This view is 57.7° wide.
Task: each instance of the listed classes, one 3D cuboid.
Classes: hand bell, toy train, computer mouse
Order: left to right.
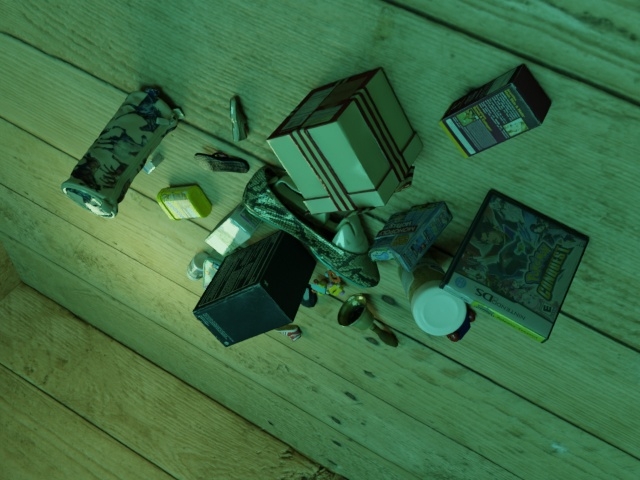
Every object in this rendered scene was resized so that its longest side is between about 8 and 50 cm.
[{"bbox_3d":[-0.069,0.157,2.042,0.071,0.041,0.242,10,137,33],"label":"computer mouse"},{"bbox_3d":[0.023,0.128,1.931,0.166,0.046,0.125,-9,124,42],"label":"toy train"},{"bbox_3d":[0.182,0.298,1.963,0.242,0.126,0.126,41,146,-27],"label":"hand bell"},{"bbox_3d":[0.347,0.168,1.668,0.143,0.105,0.248,21,145,42],"label":"toy train"}]

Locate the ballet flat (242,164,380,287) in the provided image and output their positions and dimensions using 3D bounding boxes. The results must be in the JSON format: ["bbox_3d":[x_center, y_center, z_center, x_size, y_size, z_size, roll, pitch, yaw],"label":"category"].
[{"bbox_3d":[-0.003,-0.052,1.664,0.482,0.164,0.182,35,125,4],"label":"ballet flat"}]

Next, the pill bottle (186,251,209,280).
[{"bbox_3d":[-0.482,0.106,2.295,0.078,0.078,0.137,39,145,-5],"label":"pill bottle"}]

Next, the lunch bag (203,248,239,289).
[{"bbox_3d":[-0.329,0.148,2.189,0.224,0.108,0.279,31,145,8],"label":"lunch bag"}]

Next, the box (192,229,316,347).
[{"bbox_3d":[-0.203,0.151,1.860,0.294,0.296,0.183,-25,116,32],"label":"box"}]

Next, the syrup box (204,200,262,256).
[{"bbox_3d":[-0.291,-0.037,1.951,0.093,0.096,0.237,42,144,-12],"label":"syrup box"}]

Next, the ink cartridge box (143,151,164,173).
[{"bbox_3d":[-0.560,-0.261,1.956,0.028,0.048,0.083,47,144,-15],"label":"ink cartridge box"}]

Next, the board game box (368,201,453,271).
[{"bbox_3d":[0.212,-0.005,1.483,0.194,0.194,0.060,-7,127,44],"label":"board game box"}]

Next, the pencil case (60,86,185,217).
[{"bbox_3d":[-0.563,-0.249,1.661,0.183,0.410,0.160,4,145,32],"label":"pencil case"}]

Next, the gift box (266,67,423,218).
[{"bbox_3d":[0.050,-0.195,1.337,0.255,0.276,0.258,0,133,47],"label":"gift box"}]

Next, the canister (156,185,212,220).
[{"bbox_3d":[-0.472,-0.131,2.016,0.169,0.073,0.126,-1,132,39],"label":"canister"}]

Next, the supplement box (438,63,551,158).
[{"bbox_3d":[0.349,-0.257,1.172,0.104,0.081,0.188,47,144,-16],"label":"supplement box"}]

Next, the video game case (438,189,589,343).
[{"bbox_3d":[0.434,0.050,1.291,0.248,0.275,0.035,28,158,10],"label":"video game case"}]

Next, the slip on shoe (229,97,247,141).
[{"bbox_3d":[-0.226,-0.334,1.602,0.041,0.051,0.135,-7,131,-9],"label":"slip on shoe"}]

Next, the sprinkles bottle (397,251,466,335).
[{"bbox_3d":[0.271,0.120,1.462,0.121,0.355,0.121,0,103,1],"label":"sprinkles bottle"}]

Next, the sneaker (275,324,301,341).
[{"bbox_3d":[-0.130,0.374,2.345,0.118,0.042,0.067,-4,126,40],"label":"sneaker"}]

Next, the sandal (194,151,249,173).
[{"bbox_3d":[-0.299,-0.242,1.778,0.179,0.040,0.067,10,145,11],"label":"sandal"}]
